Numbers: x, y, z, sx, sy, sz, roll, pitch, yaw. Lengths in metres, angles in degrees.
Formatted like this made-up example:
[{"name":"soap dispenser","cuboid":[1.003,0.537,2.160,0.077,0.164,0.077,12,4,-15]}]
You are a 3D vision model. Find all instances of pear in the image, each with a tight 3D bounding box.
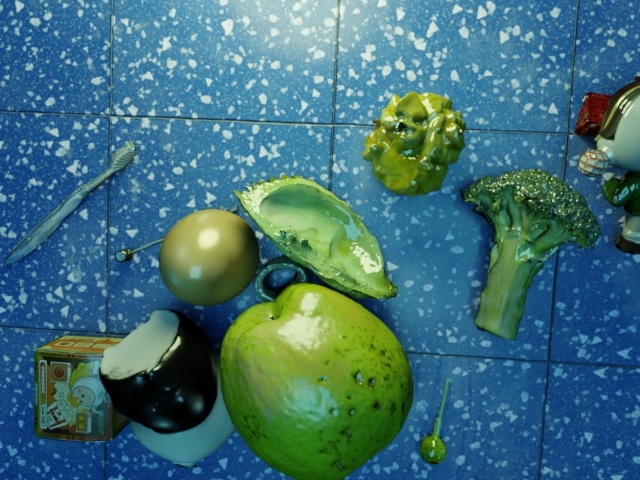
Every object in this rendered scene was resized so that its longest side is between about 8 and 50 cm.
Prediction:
[{"name":"pear","cuboid":[-0.022,0.271,1.207,0.392,0.391,0.390,0,95,4]}]

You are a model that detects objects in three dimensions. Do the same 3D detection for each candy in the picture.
[{"name":"candy","cuboid":[0.266,0.403,1.357,0.058,0.062,0.193,11,86,47]}]

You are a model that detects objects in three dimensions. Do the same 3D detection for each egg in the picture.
[{"name":"egg","cuboid":[-0.232,0.039,1.263,0.201,0.244,0.200,2,108,5]}]

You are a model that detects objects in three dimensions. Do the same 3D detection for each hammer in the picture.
[{"name":"hammer","cuboid":[-0.318,-0.017,1.362,0.292,0.058,0.029,-23,94,0]}]

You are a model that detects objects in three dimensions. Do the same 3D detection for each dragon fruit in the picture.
[{"name":"dragon fruit","cuboid":[0.606,-0.256,1.261,0.132,0.063,0.097,9,96,3]}]

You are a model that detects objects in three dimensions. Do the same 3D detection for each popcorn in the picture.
[{"name":"popcorn","cuboid":[0.189,-0.199,1.242,0.189,0.169,0.217,28,90,0]}]

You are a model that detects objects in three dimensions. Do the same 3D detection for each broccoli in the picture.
[{"name":"broccoli","cuboid":[0.428,0.037,1.243,0.252,0.221,0.361,-6,105,11]}]

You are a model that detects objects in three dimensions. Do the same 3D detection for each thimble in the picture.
[{"name":"thimble","cuboid":[-0.084,0.086,1.327,0.115,0.090,0.102,-39,92,8]}]

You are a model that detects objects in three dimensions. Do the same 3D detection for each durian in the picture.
[{"name":"durian","cuboid":[0.007,-0.009,1.259,0.394,0.198,0.163,39,95,-2]}]

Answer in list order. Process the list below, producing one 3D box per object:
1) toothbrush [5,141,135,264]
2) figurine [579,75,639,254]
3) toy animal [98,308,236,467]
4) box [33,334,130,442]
[{"name":"toothbrush","cuboid":[-0.568,-0.077,1.375,0.413,0.042,0.035,-40,128,7]},{"name":"figurine","cuboid":[0.640,-0.153,1.190,0.282,0.167,0.369,-18,118,-18]},{"name":"toy animal","cuboid":[-0.299,0.326,1.280,0.251,0.251,0.309,-26,120,6]},{"name":"box","cuboid":[-0.520,0.323,1.351,0.178,0.148,0.194,3,96,3]}]
